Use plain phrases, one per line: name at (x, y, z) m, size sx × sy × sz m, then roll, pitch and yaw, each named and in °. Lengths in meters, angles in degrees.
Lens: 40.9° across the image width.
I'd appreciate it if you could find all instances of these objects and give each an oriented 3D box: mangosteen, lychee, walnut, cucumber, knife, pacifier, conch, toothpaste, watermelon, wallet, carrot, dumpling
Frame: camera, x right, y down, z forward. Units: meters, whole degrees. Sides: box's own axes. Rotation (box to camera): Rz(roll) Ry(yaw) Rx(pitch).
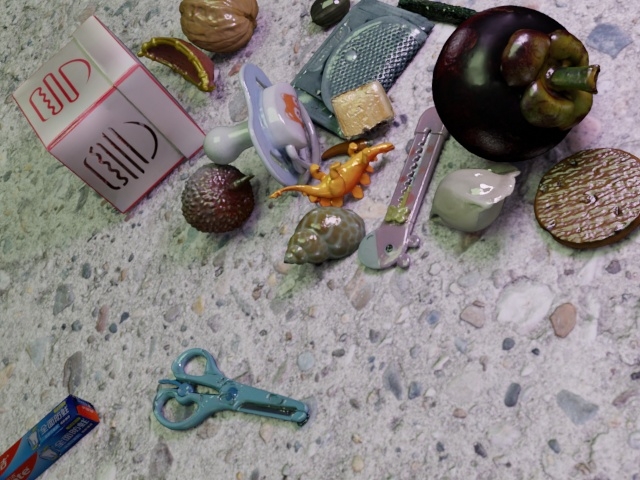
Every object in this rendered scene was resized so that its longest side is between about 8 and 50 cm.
mangosteen at (0.347, -0.293, 1.583) m, size 0.297 × 0.313 × 0.297 m, roll -1°, pitch 87°, yaw 13°
lychee at (-0.226, -0.098, 1.932) m, size 0.197 × 0.165 × 0.165 m, roll -32°, pitch 46°, yaw 39°
walnut at (-0.268, -0.590, 2.244) m, size 0.213 × 0.213 × 0.213 m, roll -16°, pitch 55°, yaw 24°
cucumber at (0.270, -0.522, 1.955) m, size 0.257 × 0.043 × 0.044 m, roll 26°, pitch 73°, yaw 41°
knife at (0.186, -0.119, 1.763) m, size 0.132 × 0.038 × 0.398 m, roll 10°, pitch 68°, yaw 34°
pacifier at (-0.145, -0.230, 1.882) m, size 0.233 × 0.244 × 0.299 m, roll -18°, pitch 62°, yaw 15°
conch at (0.006, -0.014, 1.774) m, size 0.173 × 0.106 × 0.116 m, roll -16°, pitch 73°, yaw 7°
toothpaste at (-0.636, 0.472, 1.898) m, size 0.320 × 0.076 × 0.066 m, roll -42°, pitch 51°, yaw 4°
watermelon at (0.022, -0.574, 2.125) m, size 0.111 × 0.078 × 0.078 m, roll -31°, pitch 50°, yaw 13°
wallet at (0.080, -0.411, 1.992) m, size 0.237 × 0.075 × 0.342 m, roll 35°, pitch 84°, yaw 38°
carrot at (0.059, -0.203, 1.902) m, size 0.142 × 0.035 × 0.035 m, roll -9°, pitch 58°, yaw 35°
dumpling at (0.292, -0.093, 1.628) m, size 0.151 × 0.124 × 0.229 m, roll -52°, pitch 22°, yaw -23°

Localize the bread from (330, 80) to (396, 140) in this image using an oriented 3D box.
bread at (0.094, -0.284, 1.870) m, size 0.125 × 0.082 × 0.106 m, roll -22°, pitch 86°, yaw 5°

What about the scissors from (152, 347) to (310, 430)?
scissors at (-0.188, 0.318, 1.735) m, size 0.393 × 0.032 × 0.180 m, roll 5°, pitch 66°, yaw 35°

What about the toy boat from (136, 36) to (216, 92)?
toy boat at (-0.361, -0.468, 2.264) m, size 0.099 × 0.141 × 0.318 m, roll -42°, pitch 50°, yaw -19°

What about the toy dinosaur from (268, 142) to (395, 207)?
toy dinosaur at (0.036, -0.121, 1.811) m, size 0.288 × 0.117 × 0.070 m, roll -29°, pitch 36°, yaw -6°

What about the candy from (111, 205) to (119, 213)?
candy at (-0.523, -0.105, 2.221) m, size 0.030 × 0.020 × 0.083 m, roll 1°, pitch 60°, yaw 16°

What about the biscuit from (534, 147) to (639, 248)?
biscuit at (0.490, -0.078, 1.542) m, size 0.212 × 0.036 × 0.212 m, roll -15°, pitch 56°, yaw 23°

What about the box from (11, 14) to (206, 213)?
box at (-0.527, -0.311, 2.148) m, size 0.300 × 0.314 × 0.312 m, roll -42°, pitch 49°, yaw 0°
